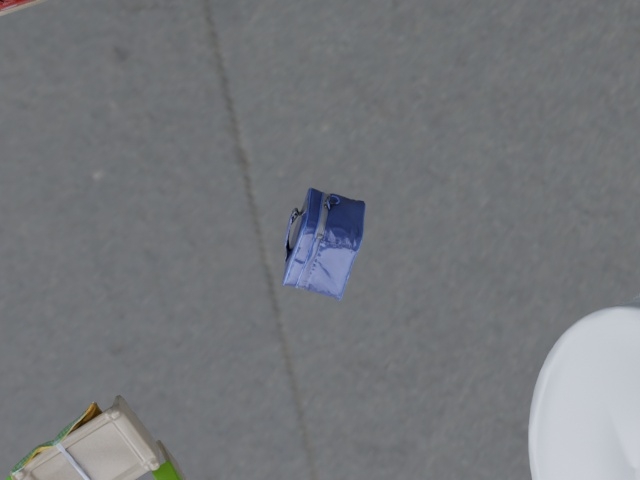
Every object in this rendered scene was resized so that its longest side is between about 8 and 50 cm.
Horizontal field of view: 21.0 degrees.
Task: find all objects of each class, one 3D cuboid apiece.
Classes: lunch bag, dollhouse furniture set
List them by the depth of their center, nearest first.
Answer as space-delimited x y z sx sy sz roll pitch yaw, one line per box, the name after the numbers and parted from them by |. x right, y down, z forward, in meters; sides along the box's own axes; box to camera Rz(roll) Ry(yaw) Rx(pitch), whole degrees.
-0.126 0.146 1.043 0.076 0.058 0.152 -33 128 -2 | dollhouse furniture set
0.000 0.000 1.577 0.065 0.067 0.098 13 129 -5 | lunch bag

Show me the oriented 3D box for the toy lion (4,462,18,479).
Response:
-0.174 0.206 1.184 0.034 0.096 0.100 -43 59 6 | toy lion

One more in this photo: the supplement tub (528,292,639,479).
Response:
0.198 0.076 0.693 0.144 0.199 0.144 12 104 56 | supplement tub

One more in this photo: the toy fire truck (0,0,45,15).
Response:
-0.227 -0.310 1.365 0.246 0.158 0.217 -11 101 60 | toy fire truck
